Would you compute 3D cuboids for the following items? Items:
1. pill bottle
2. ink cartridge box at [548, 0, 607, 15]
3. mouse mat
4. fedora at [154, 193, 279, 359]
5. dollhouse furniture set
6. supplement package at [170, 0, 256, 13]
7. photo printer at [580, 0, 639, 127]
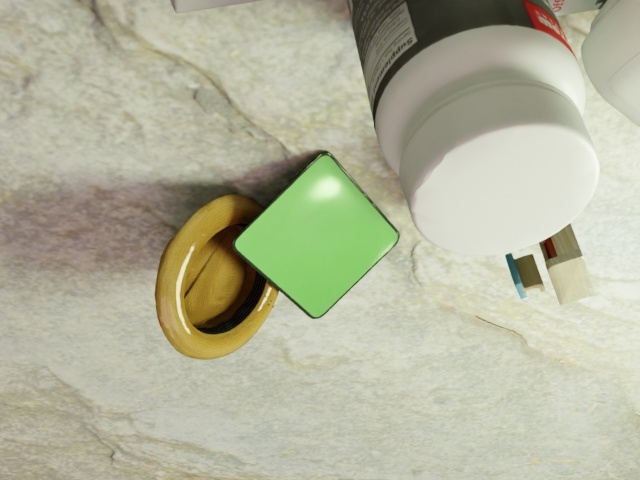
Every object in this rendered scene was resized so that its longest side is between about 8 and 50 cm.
[{"bbox_3d":[0.115,-0.138,0.696,0.161,0.283,0.161,-5,140,-4],"label":"pill bottle"},{"bbox_3d":[0.256,-0.250,0.733,0.151,0.063,0.109,-10,164,2],"label":"ink cartridge box"},{"bbox_3d":[0.000,0.000,1.003,0.152,0.007,0.189,-44,132,0],"label":"mouse mat"},{"bbox_3d":[-0.127,0.037,0.982,0.079,0.194,0.194,10,155,40],"label":"fedora"},{"bbox_3d":[0.189,-0.028,0.915,0.129,0.183,0.129,-20,138,14],"label":"dollhouse furniture set"},{"bbox_3d":[-0.001,-0.266,0.598,0.244,0.133,0.139,-13,144,-17],"label":"supplement package"},{"bbox_3d":[0.383,-0.131,0.690,0.308,0.107,0.256,32,160,-15],"label":"photo printer"}]
